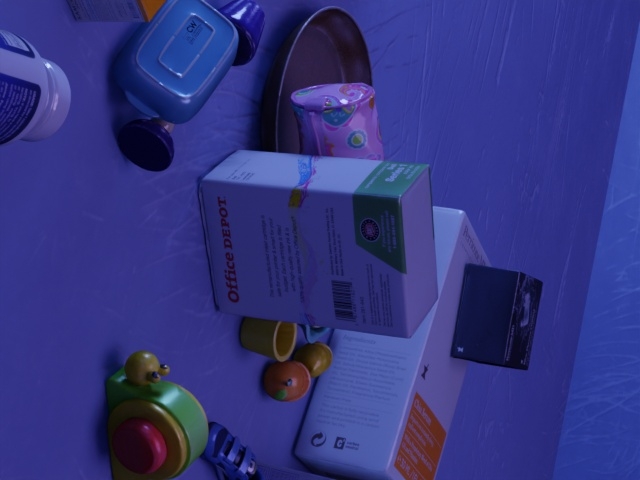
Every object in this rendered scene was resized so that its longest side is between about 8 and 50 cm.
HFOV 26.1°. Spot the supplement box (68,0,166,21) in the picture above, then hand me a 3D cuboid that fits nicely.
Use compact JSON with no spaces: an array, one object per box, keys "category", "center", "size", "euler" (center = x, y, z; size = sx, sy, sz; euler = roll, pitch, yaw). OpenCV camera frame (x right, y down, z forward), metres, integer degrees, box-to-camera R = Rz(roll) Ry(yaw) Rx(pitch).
[{"category":"supplement box","center":[-0.214,-0.265,1.481],"size":[0.062,0.098,0.036],"euler":[-59,142,-37]}]

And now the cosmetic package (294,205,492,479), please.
[{"category":"cosmetic package","center":[0.130,0.189,2.242],"size":[0.230,0.161,0.453],"euler":[54,49,-56]}]

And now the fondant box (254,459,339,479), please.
[{"category":"fondant box","center":[0.077,0.417,2.004],"size":[0.238,0.330,0.096],"euler":[41,61,-59]}]

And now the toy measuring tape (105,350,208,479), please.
[{"category":"toy measuring tape","center":[-0.188,0.284,1.674],"size":[0.121,0.121,0.330],"euler":[-39,131,-54]}]

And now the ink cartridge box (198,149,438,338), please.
[{"category":"ink cartridge box","center":[0.000,0.000,1.792],"size":[0.117,0.278,0.201],"euler":[-48,138,-54]}]

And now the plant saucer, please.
[{"category":"plant saucer","center":[-0.008,-0.181,1.983],"size":[0.310,0.050,0.310],"euler":[-29,123,-58]}]

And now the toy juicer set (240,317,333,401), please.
[{"category":"toy juicer set","center":[0.005,0.100,2.042],"size":[0.329,0.089,0.209],"euler":[-58,145,-40]}]

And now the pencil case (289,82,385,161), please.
[{"category":"pencil case","center":[0.029,-0.074,1.892],"size":[0.124,0.124,0.284],"euler":[-40,132,-54]}]

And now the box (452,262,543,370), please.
[{"category":"box","center":[0.293,0.128,2.270],"size":[0.158,0.093,0.156],"euler":[19,80,-65]}]

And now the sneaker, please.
[{"category":"sneaker","center":[-0.119,0.294,1.879],"size":[0.053,0.059,0.144],"euler":[-64,148,-28]}]

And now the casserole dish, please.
[{"category":"casserole dish","center":[-0.161,-0.218,1.597],"size":[0.114,0.037,0.188],"euler":[37,52,-9]}]

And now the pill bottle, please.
[{"category":"pill bottle","center":[-0.321,-0.146,1.284],"size":[0.187,0.112,0.112],"euler":[12,86,-64]}]

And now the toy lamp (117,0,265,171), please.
[{"category":"toy lamp","center":[-0.145,-0.197,1.665],"size":[0.274,0.080,0.080],"euler":[-61,147,-38]}]
